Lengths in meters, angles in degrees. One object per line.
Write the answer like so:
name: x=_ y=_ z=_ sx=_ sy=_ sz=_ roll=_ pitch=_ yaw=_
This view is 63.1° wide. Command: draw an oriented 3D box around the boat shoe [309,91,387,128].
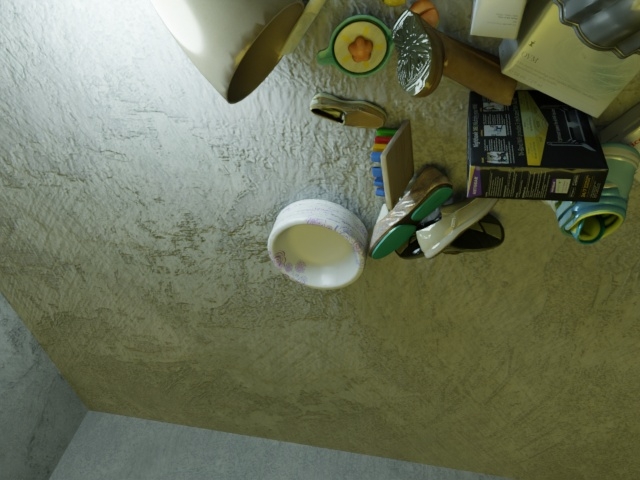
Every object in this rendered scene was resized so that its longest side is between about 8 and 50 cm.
boat shoe: x=0.065 y=-0.300 z=1.262 sx=0.190 sy=0.072 sz=0.068 roll=12 pitch=134 yaw=4

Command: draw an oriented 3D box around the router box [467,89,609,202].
router box: x=0.431 y=-0.206 z=1.081 sx=0.243 sy=0.308 sz=0.081 roll=4 pitch=133 yaw=13

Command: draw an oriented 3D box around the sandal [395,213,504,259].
sandal: x=0.353 y=-0.011 z=1.447 sx=0.303 sy=0.120 sz=0.086 roll=-8 pitch=161 yaw=26

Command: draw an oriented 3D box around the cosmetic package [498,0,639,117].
cosmetic package: x=0.505 y=-0.398 z=1.001 sx=0.224 sy=0.138 sz=0.224 roll=22 pitch=133 yaw=-6

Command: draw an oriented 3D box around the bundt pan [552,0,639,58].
bundt pan: x=0.534 y=-0.466 z=0.813 sx=0.331 sy=0.124 sz=0.330 roll=0 pitch=97 yaw=-3

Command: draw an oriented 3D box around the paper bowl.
paper bowl: x=0.000 y=0.000 z=1.513 sx=0.284 sy=0.148 sz=0.284 roll=8 pitch=134 yaw=8

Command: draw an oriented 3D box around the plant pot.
plant pot: x=-0.218 y=-0.473 z=1.083 sx=0.274 sy=0.256 sz=0.256 roll=39 pitch=132 yaw=-3

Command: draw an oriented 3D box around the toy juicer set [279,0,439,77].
toy juicer set: x=0.091 y=-0.437 z=1.076 sx=0.329 sy=0.089 sz=0.209 roll=9 pitch=133 yaw=-8

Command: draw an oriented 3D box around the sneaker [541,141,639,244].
sneaker: x=0.538 y=-0.086 z=1.174 sx=0.127 sy=0.208 sz=0.319 roll=20 pitch=165 yaw=-23

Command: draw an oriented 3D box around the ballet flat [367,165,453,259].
ballet flat: x=0.226 y=-0.077 z=1.404 sx=0.108 sy=0.106 sz=0.316 roll=9 pitch=135 yaw=-44

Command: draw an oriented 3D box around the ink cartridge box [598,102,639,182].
ink cartridge box: x=0.755 y=-0.204 z=1.141 sx=0.219 sy=0.092 sz=0.160 roll=33 pitch=134 yaw=-15

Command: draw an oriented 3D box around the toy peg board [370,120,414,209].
toy peg board: x=0.164 y=-0.189 z=1.290 sx=0.079 sy=0.160 sz=0.161 roll=12 pitch=137 yaw=27

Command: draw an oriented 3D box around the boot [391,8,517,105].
boot: x=0.278 y=-0.326 z=1.015 sx=0.270 sy=0.236 sz=0.089 roll=17 pitch=143 yaw=-26

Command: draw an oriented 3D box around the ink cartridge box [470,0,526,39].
ink cartridge box: x=0.336 y=-0.497 z=0.941 sx=0.093 sy=0.154 sz=0.212 roll=9 pitch=135 yaw=11

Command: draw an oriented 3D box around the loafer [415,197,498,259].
loafer: x=0.354 y=-0.065 z=1.343 sx=0.268 sy=0.102 sz=0.092 roll=-43 pitch=82 yaw=10
